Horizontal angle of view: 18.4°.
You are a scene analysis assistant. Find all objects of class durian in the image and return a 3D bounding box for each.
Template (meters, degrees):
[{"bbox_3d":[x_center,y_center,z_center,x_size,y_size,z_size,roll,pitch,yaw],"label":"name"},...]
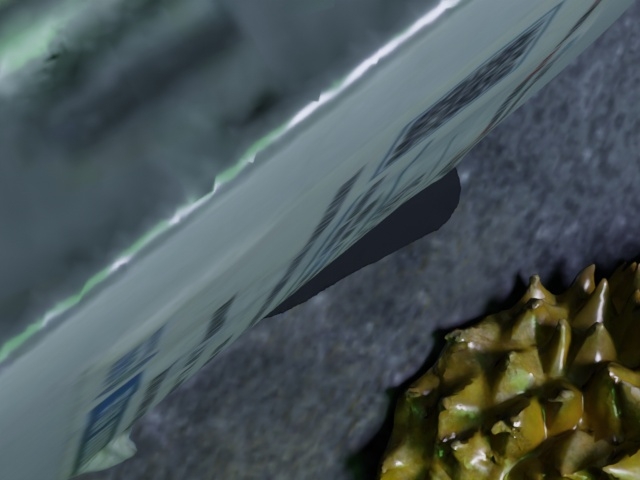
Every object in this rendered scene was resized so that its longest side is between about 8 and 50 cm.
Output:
[{"bbox_3d":[0.161,0.103,0.919,0.305,0.195,0.185,-48,125,-4],"label":"durian"}]

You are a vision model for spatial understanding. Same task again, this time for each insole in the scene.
[{"bbox_3d":[0.000,0.000,0.866,0.152,0.002,0.053,-25,125,-25],"label":"insole"}]

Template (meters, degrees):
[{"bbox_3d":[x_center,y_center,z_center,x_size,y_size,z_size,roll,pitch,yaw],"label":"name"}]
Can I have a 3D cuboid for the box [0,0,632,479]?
[{"bbox_3d":[-0.023,-0.043,0.606,0.396,0.396,0.111,-39,85,-15],"label":"box"}]
